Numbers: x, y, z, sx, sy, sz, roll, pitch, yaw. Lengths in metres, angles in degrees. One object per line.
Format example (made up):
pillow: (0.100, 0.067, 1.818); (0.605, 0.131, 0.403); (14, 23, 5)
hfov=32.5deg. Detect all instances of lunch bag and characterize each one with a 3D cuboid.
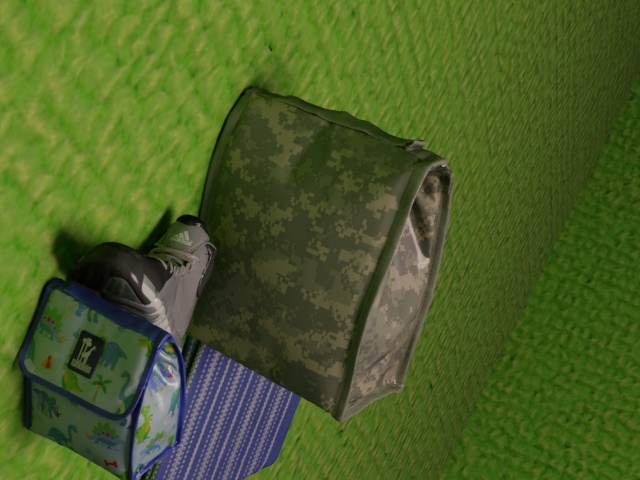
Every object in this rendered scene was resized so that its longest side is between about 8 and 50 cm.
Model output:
lunch bag: (0.000, 0.000, 1.153); (0.169, 0.235, 0.287); (-16, 126, -56)
lunch bag: (-0.190, 0.119, 0.968); (0.096, 0.129, 0.151); (-37, 144, -53)

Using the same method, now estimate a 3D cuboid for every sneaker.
sneaker: (-0.156, 0.019, 1.034); (0.229, 0.086, 0.132); (87, 27, -66)

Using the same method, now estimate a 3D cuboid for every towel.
towel: (-0.107, 0.206, 1.386); (0.336, 0.040, 0.243); (-1, 113, -65)
